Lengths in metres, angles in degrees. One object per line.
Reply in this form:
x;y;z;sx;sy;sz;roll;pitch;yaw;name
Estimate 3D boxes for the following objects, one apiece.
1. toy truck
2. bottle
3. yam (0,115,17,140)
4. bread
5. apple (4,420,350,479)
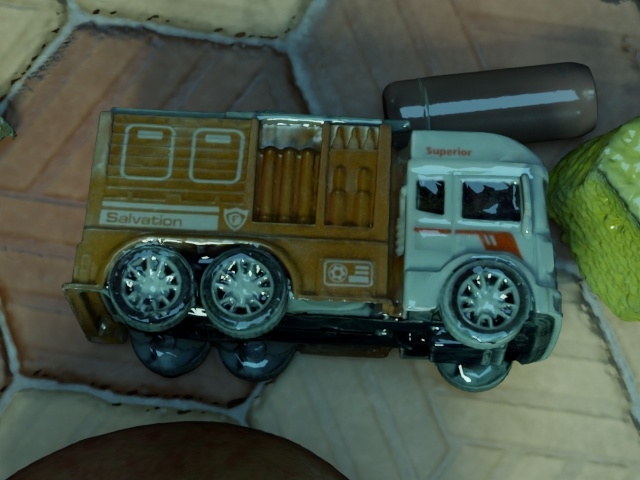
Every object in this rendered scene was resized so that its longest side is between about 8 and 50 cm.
0.000;0.000;1.103;0.305;0.136;0.162;3;71;2;toy truck
0.113;-0.088;1.158;0.140;0.053;0.053;-7;81;-2;bottle
-0.261;-0.039;1.158;0.129;0.027;0.033;-45;83;-6;yam
0.218;-0.021;1.121;0.111;0.114;0.129;-39;86;-13;bread
-0.092;0.262;0.975;0.345;0.269;0.344;2;79;-9;apple
